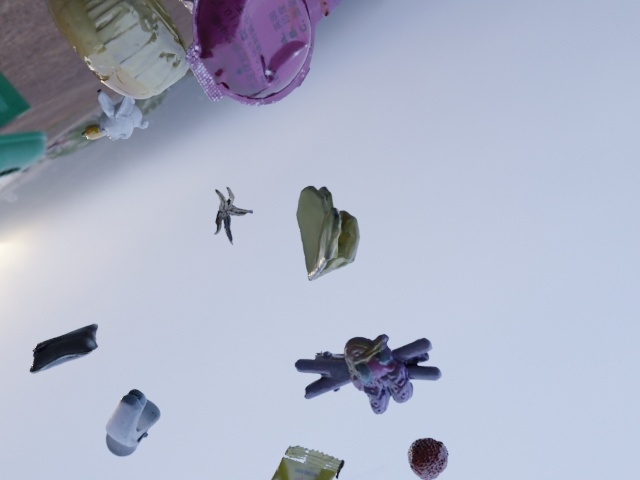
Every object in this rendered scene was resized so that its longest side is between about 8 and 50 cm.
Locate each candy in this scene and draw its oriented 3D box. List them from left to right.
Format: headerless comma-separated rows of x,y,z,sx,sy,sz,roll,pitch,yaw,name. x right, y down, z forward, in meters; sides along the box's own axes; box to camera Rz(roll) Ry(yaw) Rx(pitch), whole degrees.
-0.072,0.663,1.518,0.297,0.187,0.081,-63,-151,-2,candy

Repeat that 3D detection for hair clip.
-0.223,0.216,0.707,0.083,0.048,0.275,-49,180,-24,hair clip
0.066,0.222,0.999,0.090,0.136,0.279,-18,-178,-44,hair clip

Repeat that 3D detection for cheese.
-0.041,-0.235,0.608,0.062,0.155,0.244,20,-119,44,cheese

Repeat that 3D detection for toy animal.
-0.494,-0.298,1.424,0.131,0.127,0.181,7,-163,-3,toy animal

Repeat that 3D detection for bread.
-0.245,-0.271,0.697,0.106,0.140,0.236,-34,-120,7,bread

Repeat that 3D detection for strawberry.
0.205,0.423,1.164,0.083,0.083,0.096,-22,175,33,strawberry

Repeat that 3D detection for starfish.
-0.197,-0.058,1.314,0.041,0.132,0.130,17,-165,24,starfish

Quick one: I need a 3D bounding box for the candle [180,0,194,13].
-0.113,-0.532,1.082,0.316,0.287,0.131,-62,160,3,candle

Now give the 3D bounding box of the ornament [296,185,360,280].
0.000,0.000,1.179,0.059,0.180,0.201,3,-153,-24,ornament

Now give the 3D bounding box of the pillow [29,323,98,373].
-0.505,0.213,1.187,0.136,0.055,0.091,-18,-175,-9,pillow
